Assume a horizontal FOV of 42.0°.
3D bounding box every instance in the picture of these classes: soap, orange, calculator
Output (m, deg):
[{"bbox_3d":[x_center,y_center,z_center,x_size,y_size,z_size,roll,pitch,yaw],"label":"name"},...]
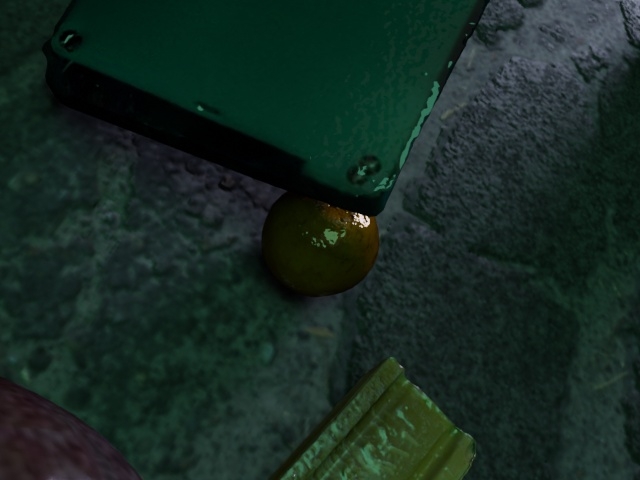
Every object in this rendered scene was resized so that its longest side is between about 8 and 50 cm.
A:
[{"bbox_3d":[-0.005,0.184,0.504,0.092,0.037,0.252,47,57,2],"label":"soap"},{"bbox_3d":[0.000,0.000,0.574,0.083,0.070,0.083,12,47,-13],"label":"orange"},{"bbox_3d":[-0.026,-0.161,0.582,0.274,0.058,0.248,21,73,11],"label":"calculator"}]

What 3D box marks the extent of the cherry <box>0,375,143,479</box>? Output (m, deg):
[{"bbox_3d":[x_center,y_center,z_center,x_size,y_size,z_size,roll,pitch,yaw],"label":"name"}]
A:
[{"bbox_3d":[-0.175,0.165,0.350,0.230,0.203,0.300,-28,57,-16],"label":"cherry"}]
